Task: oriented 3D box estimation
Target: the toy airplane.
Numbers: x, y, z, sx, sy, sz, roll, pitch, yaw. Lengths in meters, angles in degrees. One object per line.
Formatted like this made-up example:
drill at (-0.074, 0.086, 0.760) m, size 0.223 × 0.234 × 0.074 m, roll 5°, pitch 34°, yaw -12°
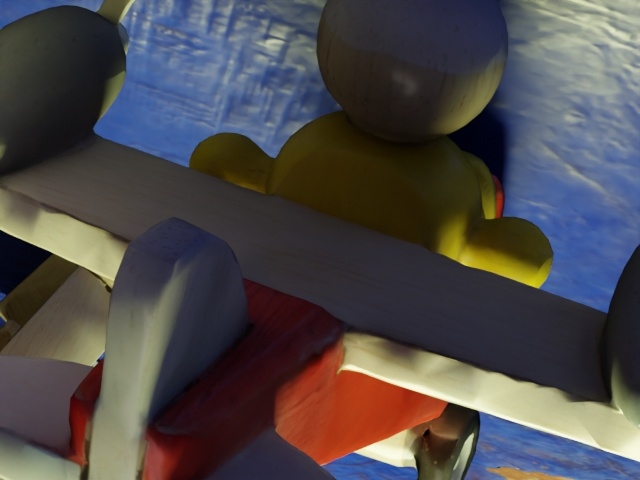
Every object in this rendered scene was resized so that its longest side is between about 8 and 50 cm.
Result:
toy airplane at (0.000, 0.000, 0.699) m, size 0.386 × 0.272 × 0.384 m, roll 14°, pitch -172°, yaw -27°

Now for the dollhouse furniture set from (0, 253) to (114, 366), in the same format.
dollhouse furniture set at (-0.353, 0.008, 1.034) m, size 0.394 × 0.256 × 0.362 m, roll 44°, pitch 146°, yaw -8°

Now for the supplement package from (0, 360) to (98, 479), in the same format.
supplement package at (-0.247, 0.189, 1.306) m, size 0.194 × 0.149 × 0.203 m, roll -6°, pitch 146°, yaw 31°
